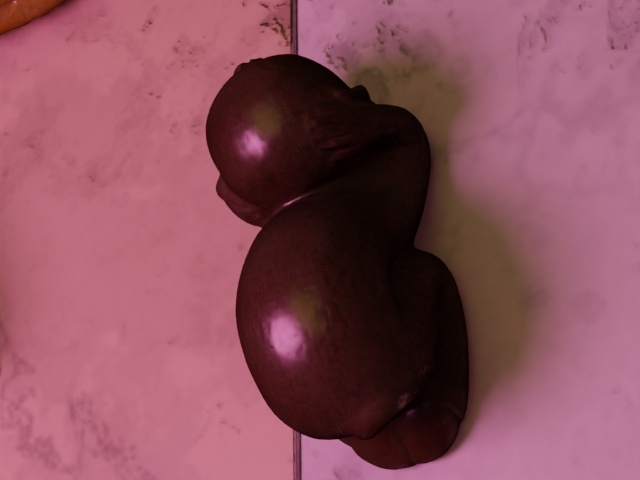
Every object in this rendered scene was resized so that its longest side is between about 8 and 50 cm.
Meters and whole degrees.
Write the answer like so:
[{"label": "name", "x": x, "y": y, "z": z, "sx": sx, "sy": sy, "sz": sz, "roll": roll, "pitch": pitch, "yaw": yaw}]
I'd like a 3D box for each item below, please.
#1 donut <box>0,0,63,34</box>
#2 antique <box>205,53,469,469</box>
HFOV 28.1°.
[{"label": "donut", "x": -0.279, "y": -0.321, "z": 0.991, "sx": 0.360, "sy": 0.170, "sz": 0.360, "roll": -9, "pitch": 71, "yaw": 27}, {"label": "antique", "x": 0.000, "y": 0.000, "z": 0.753, "sx": 0.121, "sy": 0.143, "sz": 0.257, "roll": -20, "pitch": 63, "yaw": 23}]
